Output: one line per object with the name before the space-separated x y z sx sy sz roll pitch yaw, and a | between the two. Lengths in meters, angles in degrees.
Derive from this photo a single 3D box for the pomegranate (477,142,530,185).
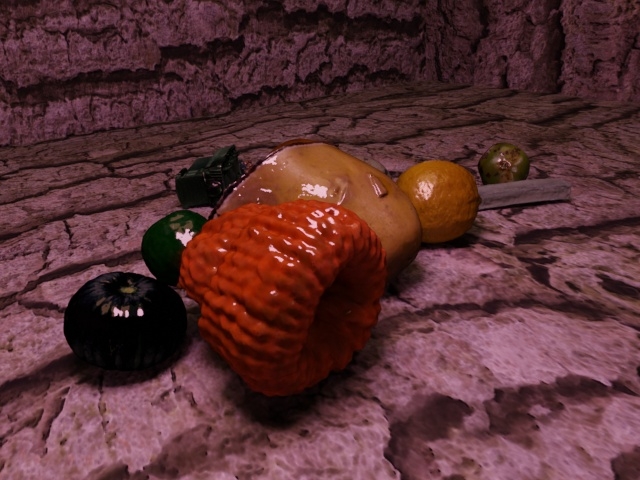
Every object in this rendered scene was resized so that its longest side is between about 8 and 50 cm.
pomegranate | 0.520 -0.197 1.469 0.143 0.123 0.169 28 -8 4

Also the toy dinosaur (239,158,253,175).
toy dinosaur | -0.269 -0.261 1.829 0.055 0.049 0.154 -15 31 -15

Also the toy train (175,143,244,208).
toy train | -0.346 -0.208 1.627 0.178 0.139 0.330 -8 23 3

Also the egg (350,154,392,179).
egg | 0.119 -0.170 1.450 0.181 0.141 0.141 10 22 -10

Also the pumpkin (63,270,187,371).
pumpkin | -0.324 0.136 0.853 0.201 0.141 0.202 10 19 -3

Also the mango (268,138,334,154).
mango | -0.060 -0.262 1.668 0.248 0.151 0.156 -11 -9 -6

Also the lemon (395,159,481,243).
lemon | 0.263 -0.089 1.179 0.230 0.193 0.192 -7 24 -10

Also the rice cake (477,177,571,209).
rice cake | 0.495 -0.121 1.363 0.335 0.063 0.066 -5 21 -2

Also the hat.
hat | -0.098 0.046 0.820 0.285 0.286 0.400 -22 34 -34

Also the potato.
potato | 0.000 0.000 0.988 0.397 0.290 0.296 -34 64 -26
